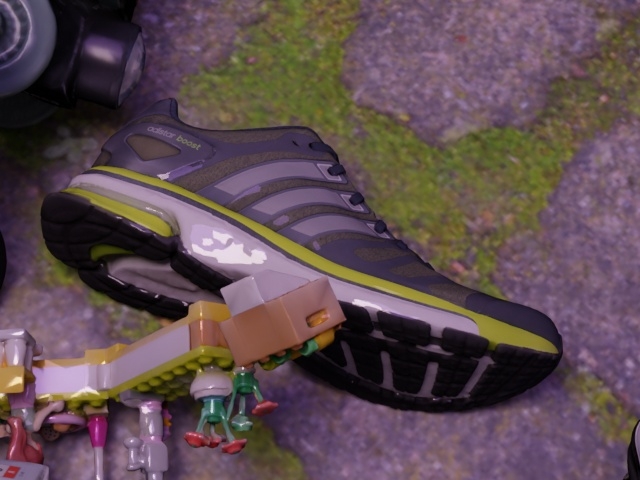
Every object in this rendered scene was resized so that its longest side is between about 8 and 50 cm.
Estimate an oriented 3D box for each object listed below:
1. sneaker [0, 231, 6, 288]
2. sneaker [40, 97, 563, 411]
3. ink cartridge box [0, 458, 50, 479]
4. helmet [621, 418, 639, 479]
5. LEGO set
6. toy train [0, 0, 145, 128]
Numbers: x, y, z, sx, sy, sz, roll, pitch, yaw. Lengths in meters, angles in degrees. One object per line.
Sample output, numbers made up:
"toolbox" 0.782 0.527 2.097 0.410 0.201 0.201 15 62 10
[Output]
"sneaker" -0.243 -0.066 0.650 0.145 0.270 0.090 25 50 14
"sneaker" 0.000 0.000 0.734 0.300 0.111 0.121 22 60 3
"ink cartridge box" -0.225 0.170 0.615 0.179 0.045 0.145 6 102 -6
"helmet" 0.166 0.181 0.631 0.169 0.169 0.161 31 48 9
"LEGO set" -0.114 0.099 0.656 0.287 0.132 0.107 -10 69 14
"toy train" -0.249 -0.190 0.753 0.333 0.142 0.190 18 84 -2
